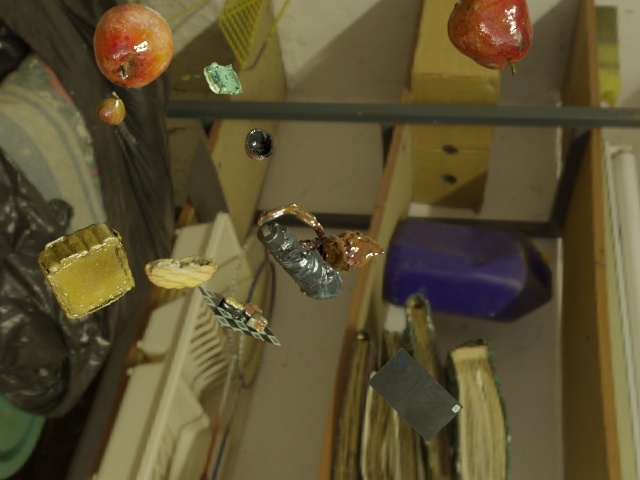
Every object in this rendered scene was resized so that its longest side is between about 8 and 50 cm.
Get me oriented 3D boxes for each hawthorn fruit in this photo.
[{"bbox_3d":[-0.561,-0.558,2.175,0.263,0.231,0.235,-43,179,-27],"label":"hawthorn fruit"},{"bbox_3d":[0.468,-0.562,1.994,0.261,0.224,0.224,52,15,-5],"label":"hawthorn fruit"}]

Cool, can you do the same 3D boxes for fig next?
[{"bbox_3d":[-0.633,-0.413,2.290,0.125,0.088,0.089,-41,-149,46],"label":"fig"}]

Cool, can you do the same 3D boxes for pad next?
[{"bbox_3d":[0.213,0.347,1.678,0.116,0.193,0.004,-47,176,6],"label":"pad"}]

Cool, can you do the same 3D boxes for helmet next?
[{"bbox_3d":[-0.136,-0.196,1.608,0.049,0.065,0.084,128,-24,-50],"label":"helmet"}]

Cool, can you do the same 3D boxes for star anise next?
[{"bbox_3d":[-0.007,0.009,1.984,0.148,0.346,0.237,-65,-169,5],"label":"star anise"}]

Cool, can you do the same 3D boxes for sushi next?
[{"bbox_3d":[-0.168,0.154,1.621,0.201,0.031,0.139,28,17,-48],"label":"sushi"}]

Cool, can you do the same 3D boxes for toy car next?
[{"bbox_3d":[-0.284,-0.461,2.167,0.093,0.058,0.186,66,18,-2],"label":"toy car"}]

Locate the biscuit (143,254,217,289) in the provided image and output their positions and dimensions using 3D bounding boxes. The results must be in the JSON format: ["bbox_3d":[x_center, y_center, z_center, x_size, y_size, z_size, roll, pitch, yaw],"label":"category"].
[{"bbox_3d":[-0.357,0.075,1.905,0.118,0.183,0.061,104,-24,-54],"label":"biscuit"}]

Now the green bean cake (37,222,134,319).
[{"bbox_3d":[-0.662,0.083,2.122,0.229,0.131,0.224,-30,134,-24],"label":"green bean cake"}]

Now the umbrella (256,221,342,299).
[{"bbox_3d":[-0.038,0.027,1.198,0.224,0.080,0.071,45,43,-55],"label":"umbrella"}]
